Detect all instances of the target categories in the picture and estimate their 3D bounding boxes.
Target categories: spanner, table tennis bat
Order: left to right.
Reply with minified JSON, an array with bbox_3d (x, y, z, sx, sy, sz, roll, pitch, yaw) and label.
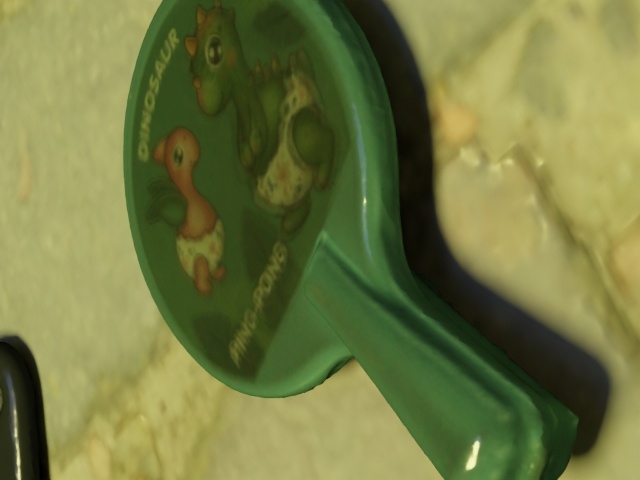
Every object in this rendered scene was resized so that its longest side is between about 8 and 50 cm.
[{"bbox_3d":[-0.101,0.193,0.633,0.087,0.024,0.316,-4,91,50],"label":"spanner"},{"bbox_3d":[0.000,0.000,0.474,0.201,0.033,0.124,47,131,43],"label":"table tennis bat"}]
